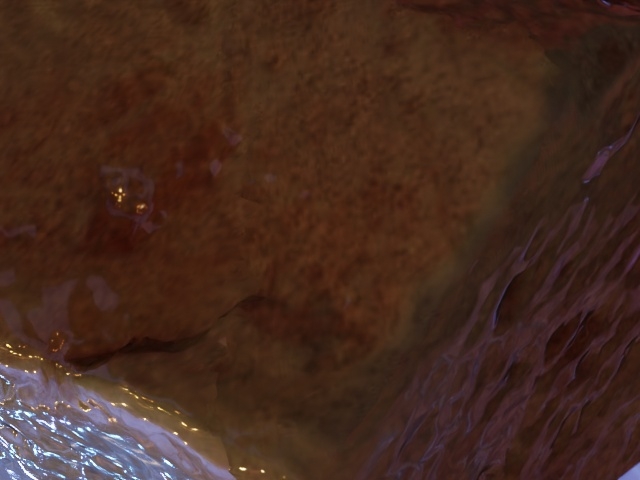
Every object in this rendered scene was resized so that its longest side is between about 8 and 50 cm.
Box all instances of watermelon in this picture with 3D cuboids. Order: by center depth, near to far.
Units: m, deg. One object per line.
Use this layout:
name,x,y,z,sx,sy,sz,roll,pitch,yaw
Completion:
watermelon,0.000,0.000,0.490,0.258,0.387,0.228,-101,5,-64
